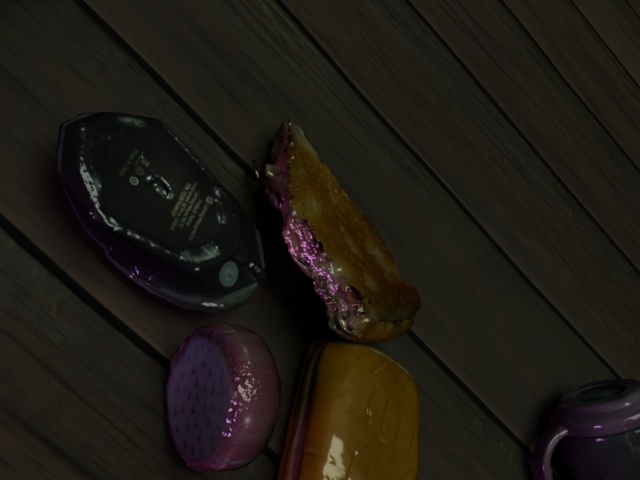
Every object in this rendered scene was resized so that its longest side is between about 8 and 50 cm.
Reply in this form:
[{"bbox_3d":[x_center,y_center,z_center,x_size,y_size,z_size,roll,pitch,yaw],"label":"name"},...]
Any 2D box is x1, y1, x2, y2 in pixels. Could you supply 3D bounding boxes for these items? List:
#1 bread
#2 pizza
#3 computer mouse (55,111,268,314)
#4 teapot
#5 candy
[{"bbox_3d":[0.028,0.173,0.596,0.116,0.077,0.200,26,54,-19],"label":"bread"},{"bbox_3d":[0.000,0.000,0.645,0.226,0.069,0.147,54,24,0],"label":"pizza"},{"bbox_3d":[-0.124,-0.019,0.566,0.192,0.062,0.106,43,47,-23],"label":"computer mouse"},{"bbox_3d":[0.303,0.231,0.769,0.148,0.116,0.146,-17,91,-47],"label":"teapot"},{"bbox_3d":[-0.069,0.109,0.520,0.043,0.103,0.103,10,63,-37],"label":"candy"}]
